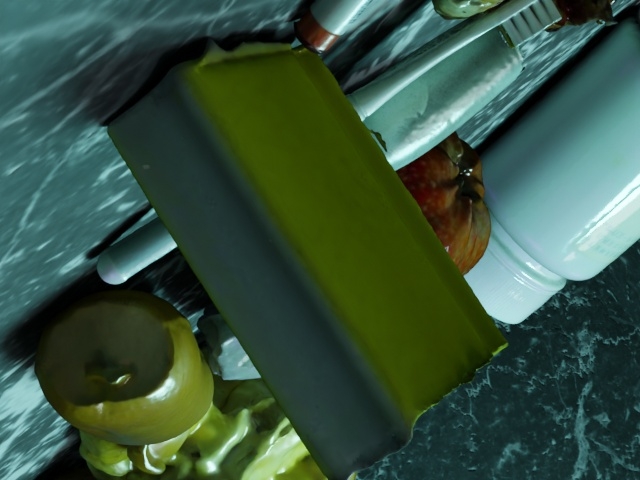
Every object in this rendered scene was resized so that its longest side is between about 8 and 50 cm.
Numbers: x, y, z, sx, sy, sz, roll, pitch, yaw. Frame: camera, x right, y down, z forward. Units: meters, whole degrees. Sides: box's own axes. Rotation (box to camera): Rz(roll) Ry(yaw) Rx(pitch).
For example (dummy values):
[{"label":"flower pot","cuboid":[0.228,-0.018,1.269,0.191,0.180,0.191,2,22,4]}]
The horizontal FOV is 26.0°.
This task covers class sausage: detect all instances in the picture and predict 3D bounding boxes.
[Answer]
[{"label":"sausage","cuboid":[-0.139,0.106,1.060,0.112,0.112,0.328,-39,171,-7]}]

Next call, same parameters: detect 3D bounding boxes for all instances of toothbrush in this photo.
[{"label":"toothbrush","cuboid":[0.004,-0.069,0.890,0.342,0.030,0.025,-31,-174,-1]}]

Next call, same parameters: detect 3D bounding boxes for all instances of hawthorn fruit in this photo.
[{"label":"hawthorn fruit","cuboid":[0.023,-0.018,1.054,0.203,0.163,0.162,-15,-177,26]}]

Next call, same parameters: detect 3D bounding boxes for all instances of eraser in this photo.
[{"label":"eraser","cuboid":[0.000,0.000,0.745,0.069,0.226,0.158,-35,175,30]}]

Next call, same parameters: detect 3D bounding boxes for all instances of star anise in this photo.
[{"label":"star anise","cuboid":[0.204,-0.205,1.101,0.097,0.070,0.190,-13,-168,38]}]

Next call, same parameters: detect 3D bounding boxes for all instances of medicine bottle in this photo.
[{"label":"medicine bottle","cuboid":[0.322,-0.082,1.714,0.378,0.213,0.213,-44,171,24]}]

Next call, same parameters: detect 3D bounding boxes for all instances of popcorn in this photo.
[{"label":"popcorn","cuboid":[-0.116,0.230,1.428,0.332,0.225,0.265,24,92,-52]}]

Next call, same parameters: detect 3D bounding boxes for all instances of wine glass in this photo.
[{"label":"wine glass","cuboid":[0.025,-0.065,0.936,0.262,0.074,0.074,-36,172,3]}]

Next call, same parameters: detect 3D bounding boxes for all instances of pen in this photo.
[{"label":"pen","cuboid":[0.059,-0.181,0.726,0.218,0.026,0.026,-46,170,30]}]

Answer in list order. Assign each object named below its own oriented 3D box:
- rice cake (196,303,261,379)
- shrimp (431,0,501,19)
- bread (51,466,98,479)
[{"label":"rice cake","cuboid":[-0.063,0.075,1.141,0.072,0.056,0.365,-12,180,-5]},{"label":"shrimp","cuboid":[0.165,-0.220,0.824,0.154,0.062,0.294,-41,-174,-32]},{"label":"bread","cuboid":[-0.256,0.322,1.521,0.106,0.140,0.236,-37,172,2]}]
